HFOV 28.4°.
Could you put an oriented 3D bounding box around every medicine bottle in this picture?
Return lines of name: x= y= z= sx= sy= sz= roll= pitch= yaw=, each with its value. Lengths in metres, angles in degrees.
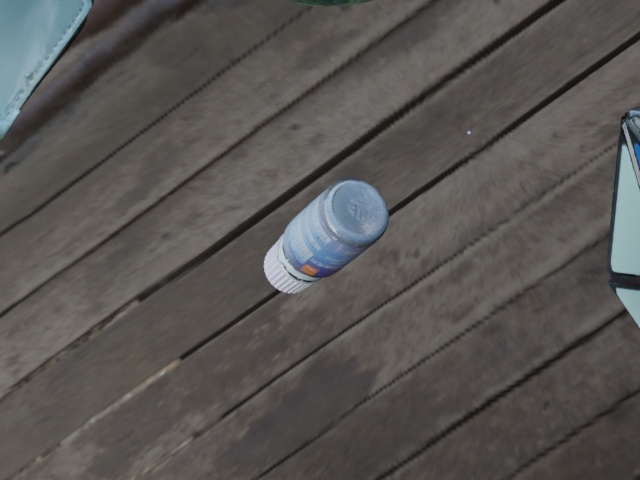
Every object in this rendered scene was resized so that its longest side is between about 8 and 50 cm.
medicine bottle: x=0.000 y=0.000 z=1.474 sx=0.083 sy=0.203 sz=0.083 roll=9 pitch=67 yaw=-23

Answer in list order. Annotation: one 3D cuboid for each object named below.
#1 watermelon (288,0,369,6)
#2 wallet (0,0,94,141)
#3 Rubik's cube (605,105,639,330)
watermelon: x=0.000 y=-0.404 z=1.735 sx=0.292 sy=0.319 sz=0.222 roll=-29 pitch=58 yaw=0
wallet: x=-0.317 y=-0.196 z=0.974 sx=0.250 sy=0.075 sz=0.176 roll=35 pitch=58 yaw=-13
Rubik's cube: x=0.428 y=0.000 z=1.170 sx=0.248 sy=0.250 sz=0.246 roll=-17 pitch=137 yaw=-10
